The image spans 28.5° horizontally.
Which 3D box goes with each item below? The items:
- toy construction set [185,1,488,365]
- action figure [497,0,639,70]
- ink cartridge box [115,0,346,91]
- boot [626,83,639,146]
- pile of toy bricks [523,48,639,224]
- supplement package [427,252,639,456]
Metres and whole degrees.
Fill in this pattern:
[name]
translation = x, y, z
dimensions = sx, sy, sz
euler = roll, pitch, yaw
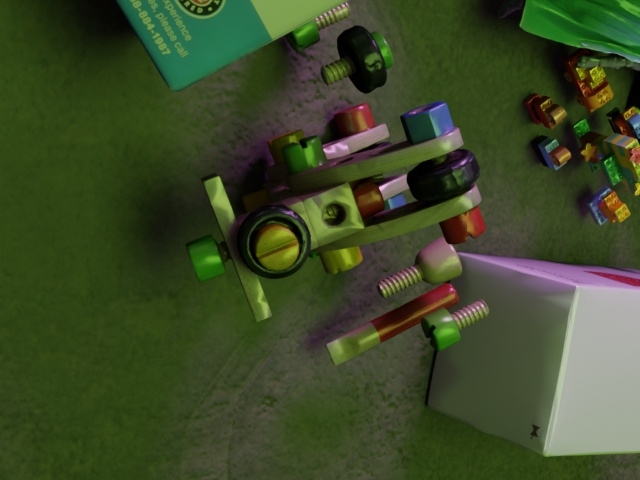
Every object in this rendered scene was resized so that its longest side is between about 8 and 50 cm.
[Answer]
[toy construction set]
translation = 0.000, 0.000, 1.104
dimensions = 0.237, 0.257, 0.308
euler = -27, 127, -11
[action figure]
translation = 0.290, -0.223, 1.297
dimensions = 0.232, 0.063, 0.137
euler = 18, 57, -21
[ink cartridge box]
translation = -0.012, -0.338, 0.918
dimensions = 0.395, 0.166, 0.285
euler = -28, 120, 4
[boot]
translation = 0.396, -0.125, 1.455
dimensions = 0.099, 0.045, 0.121
euler = 6, 104, -36
[pile of toy bricks]
translation = 0.313, -0.093, 1.340
dimensions = 0.118, 0.105, 0.212
euler = -37, 115, -10
[supplement package]
translation = 0.290, 0.120, 1.345
dimensions = 0.293, 0.178, 0.175
euler = 5, 98, -38
